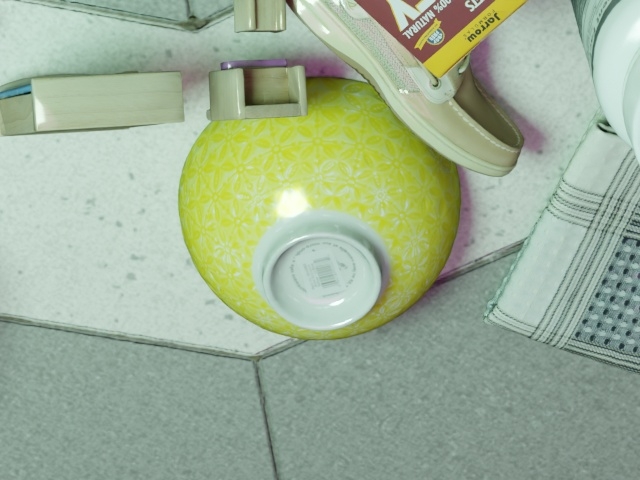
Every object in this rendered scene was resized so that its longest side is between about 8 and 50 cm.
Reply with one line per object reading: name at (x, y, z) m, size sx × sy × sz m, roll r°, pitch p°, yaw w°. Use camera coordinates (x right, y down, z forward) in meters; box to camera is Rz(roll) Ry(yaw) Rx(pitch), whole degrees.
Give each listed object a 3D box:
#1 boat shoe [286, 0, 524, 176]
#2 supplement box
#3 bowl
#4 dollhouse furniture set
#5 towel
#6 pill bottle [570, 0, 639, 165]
boat shoe at (0.098, -0.179, 1.881) m, size 0.302 × 0.109 × 0.098 m, roll 42°, pitch 115°, yaw -18°
supplement box at (0.088, -0.283, 1.745) m, size 0.191 × 0.194 × 0.129 m, roll 41°, pitch 116°, yaw -17°
bowl at (0.000, 0.000, 1.964) m, size 0.289 × 0.156 × 0.289 m, roll 0°, pitch 123°, yaw -1°
dollhouse furniture set at (-0.184, -0.256, 1.848) m, size 0.286 × 0.198 × 0.303 m, roll -5°, pitch 94°, yaw -21°
towel at (0.370, 0.008, 2.035) m, size 0.312 × 0.056 × 0.324 m, roll 19°, pitch 120°, yaw -12°
pill bottle at (0.330, -0.187, 1.726) m, size 0.204 × 0.361 × 0.204 m, roll -1°, pitch 123°, yaw -1°
